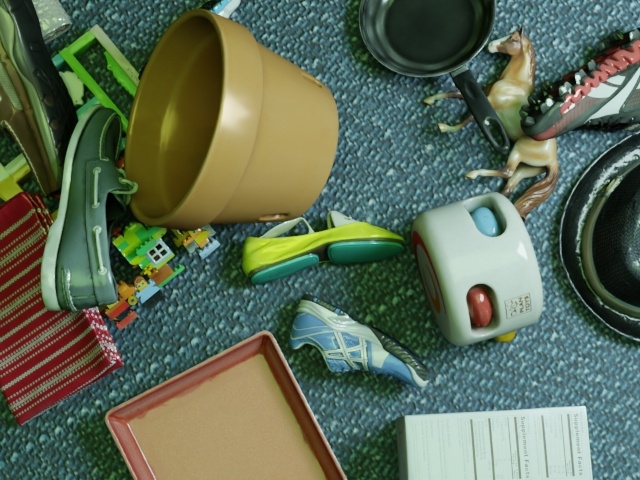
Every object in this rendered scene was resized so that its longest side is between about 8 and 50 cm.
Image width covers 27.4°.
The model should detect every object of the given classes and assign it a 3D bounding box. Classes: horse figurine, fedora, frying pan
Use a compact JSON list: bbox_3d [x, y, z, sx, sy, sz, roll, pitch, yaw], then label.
[{"bbox_3d":[0.267,-0.155,1.873,0.174,0.066,0.263,-25,78,-2],"label":"horse figurine"},{"bbox_3d":[0.503,-0.018,1.819,0.334,0.152,0.334,0,83,-2],"label":"fedora"},{"bbox_3d":[0.201,-0.283,1.864,0.326,0.053,0.197,40,86,18],"label":"frying pan"}]

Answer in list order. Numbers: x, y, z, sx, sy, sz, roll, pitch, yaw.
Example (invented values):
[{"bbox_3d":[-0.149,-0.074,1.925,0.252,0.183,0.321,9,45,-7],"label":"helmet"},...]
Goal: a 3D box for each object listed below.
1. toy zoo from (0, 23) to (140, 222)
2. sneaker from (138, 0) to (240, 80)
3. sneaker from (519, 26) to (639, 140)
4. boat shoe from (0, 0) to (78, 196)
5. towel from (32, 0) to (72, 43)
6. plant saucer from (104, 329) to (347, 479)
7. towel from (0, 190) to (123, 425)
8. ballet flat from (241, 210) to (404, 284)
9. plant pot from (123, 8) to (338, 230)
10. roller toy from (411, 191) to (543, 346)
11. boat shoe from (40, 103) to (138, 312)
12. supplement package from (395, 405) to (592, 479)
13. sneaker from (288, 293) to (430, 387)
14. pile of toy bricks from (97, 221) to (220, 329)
[{"bbox_3d":[-0.372,-0.145,1.867,0.293,0.030,0.192,-40,85,-7],"label":"toy zoo"},{"bbox_3d":[-0.173,-0.275,1.883,0.083,0.071,0.191,45,79,-21],"label":"sneaker"},{"bbox_3d":[0.396,-0.195,1.842,0.276,0.097,0.135,-34,103,-28],"label":"sneaker"},{"bbox_3d":[-0.426,-0.212,1.804,0.119,0.122,0.324,-20,88,10],"label":"boat shoe"},{"bbox_3d":[-0.522,-0.319,1.877,0.282,0.049,0.187,-30,85,-6],"label":"towel"},{"bbox_3d":[-0.126,0.295,1.807,0.258,0.048,0.259,-27,85,-6],"label":"plant saucer"},{"bbox_3d":[-0.404,0.092,1.794,0.198,0.031,0.275,-31,83,22],"label":"towel"},{"bbox_3d":[0.000,0.000,1.842,0.230,0.077,0.077,-12,66,-2],"label":"ballet flat"},{"bbox_3d":[-0.112,-0.143,1.756,0.203,0.291,0.291,12,81,-31],"label":"plant pot"},{"bbox_3d":[0.218,0.039,1.781,0.146,0.191,0.209,-16,83,-4],"label":"roller toy"},{"bbox_3d":[-0.290,-0.045,1.745,0.099,0.116,0.320,2,56,8],"label":"boat shoe"},{"bbox_3d":[0.231,0.298,1.772,0.244,0.139,0.134,-3,81,-2],"label":"supplement package"},{"bbox_3d":[0.053,0.155,1.824,0.211,0.080,0.081,28,88,12],"label":"sneaker"},{"bbox_3d":[-0.244,0.018,1.796,0.212,0.118,0.105,-40,109,-7],"label":"pile of toy bricks"}]
